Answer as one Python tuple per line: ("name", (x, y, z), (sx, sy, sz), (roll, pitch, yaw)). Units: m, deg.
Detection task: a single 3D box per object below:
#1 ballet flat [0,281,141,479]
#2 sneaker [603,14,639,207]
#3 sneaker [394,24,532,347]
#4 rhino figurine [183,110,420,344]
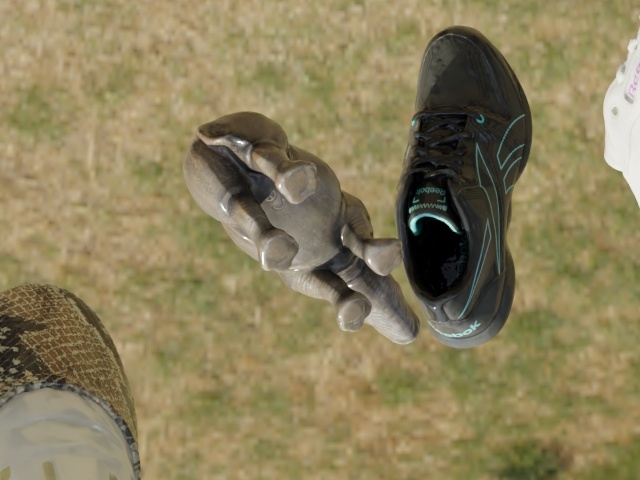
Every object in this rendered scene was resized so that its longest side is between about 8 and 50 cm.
("ballet flat", (-0.201, 0.259, 1.156), (0.164, 0.483, 0.182), (16, 166, -22))
("sneaker", (0.199, -0.106, 0.908), (0.114, 0.305, 0.152), (-13, -171, -39))
("sneaker", (0.112, -0.051, 1.369), (0.101, 0.267, 0.106), (-7, 166, 23))
("rhino figurine", (0.000, 0.000, 1.047), (0.073, 0.106, 0.243), (-47, 141, -1))
